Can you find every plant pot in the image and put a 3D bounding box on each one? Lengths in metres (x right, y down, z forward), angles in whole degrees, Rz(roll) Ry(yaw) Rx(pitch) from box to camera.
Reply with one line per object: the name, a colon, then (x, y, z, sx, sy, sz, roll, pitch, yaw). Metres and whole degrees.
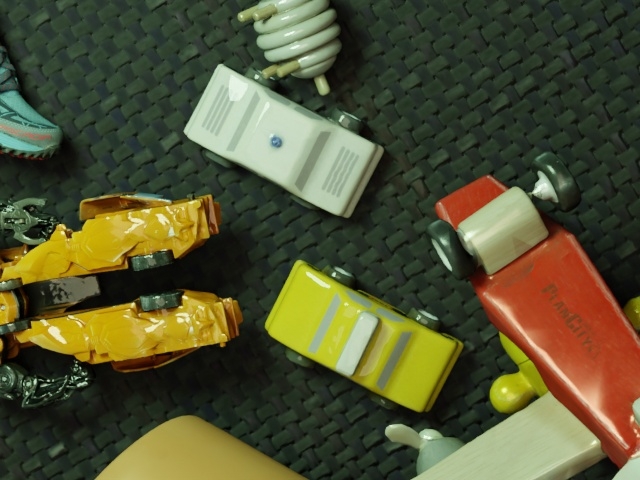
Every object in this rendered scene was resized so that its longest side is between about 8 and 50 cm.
plant pot: (-0.117, 0.305, 1.783, 0.203, 0.291, 0.291, 41, 98, 18)

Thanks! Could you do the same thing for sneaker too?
sneaker: (-0.351, -0.177, 1.843, 0.262, 0.104, 0.125, 33, 95, 2)

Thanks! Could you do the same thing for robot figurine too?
robot figurine: (-0.230, 0.050, 1.844, 0.291, 0.085, 0.211, -9, 95, 16)

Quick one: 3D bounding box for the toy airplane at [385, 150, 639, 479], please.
toy airplane: (0.261, 0.136, 1.717, 0.386, 0.272, 0.384, 7, 64, 17)

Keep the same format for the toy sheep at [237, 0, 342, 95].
toy sheep: (-0.023, -0.200, 1.816, 0.091, 0.091, 0.132, -19, 107, 7)

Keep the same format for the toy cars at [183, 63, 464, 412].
toy cars: (0.000, 0.000, 1.826, 0.176, 0.087, 0.394, -22, 92, 7)
